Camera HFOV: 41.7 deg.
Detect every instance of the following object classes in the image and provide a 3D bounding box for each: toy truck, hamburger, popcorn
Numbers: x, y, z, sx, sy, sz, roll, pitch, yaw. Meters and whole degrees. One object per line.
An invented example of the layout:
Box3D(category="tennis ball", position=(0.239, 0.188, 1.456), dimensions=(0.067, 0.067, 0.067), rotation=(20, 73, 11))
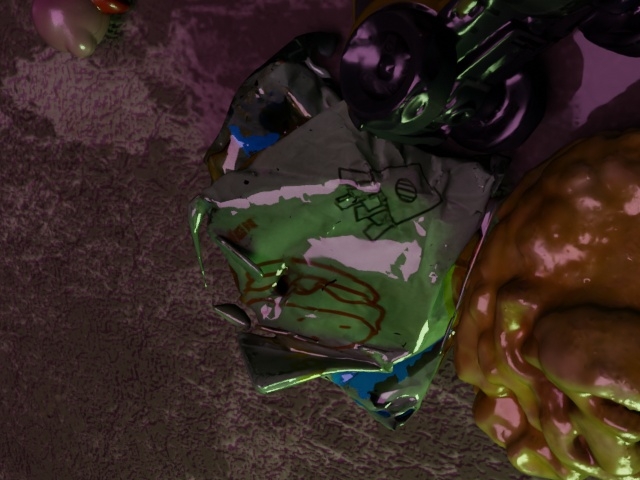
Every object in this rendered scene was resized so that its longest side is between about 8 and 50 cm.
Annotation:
Box3D(category="toy truck", position=(0.102, -0.163, 0.505), dimensions=(0.224, 0.147, 0.165), rotation=(-38, 62, 38))
Box3D(category="hamburger", position=(-0.008, 0.002, 0.649), dimensions=(0.276, 0.150, 0.260), rotation=(37, 127, 15))
Box3D(category="popcorn", position=(0.172, 0.047, 0.513), dimensions=(0.226, 0.203, 0.200), rotation=(-28, 102, 30))

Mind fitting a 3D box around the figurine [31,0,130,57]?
Box3D(category="figurine", position=(-0.223, -0.205, 0.749), dimensions=(0.083, 0.067, 0.071), rotation=(45, 112, 28))
